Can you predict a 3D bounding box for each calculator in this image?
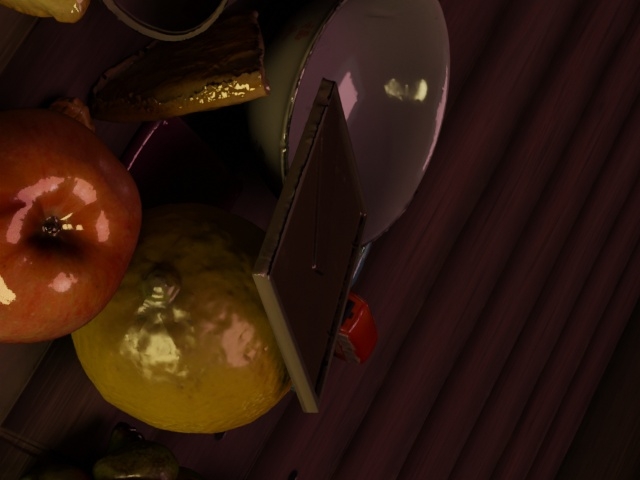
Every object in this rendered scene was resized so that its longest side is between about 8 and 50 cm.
[{"bbox_3d":[-0.161,-0.059,1.150,0.127,0.034,0.190,-60,146,-12],"label":"calculator"}]

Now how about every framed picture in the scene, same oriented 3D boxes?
[{"bbox_3d":[0.000,0.000,1.038,0.211,0.020,0.289,74,25,-44],"label":"framed picture"}]

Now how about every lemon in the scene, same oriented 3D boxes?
[{"bbox_3d":[-0.133,0.087,1.068,0.245,0.245,0.320,-62,165,-12],"label":"lemon"}]

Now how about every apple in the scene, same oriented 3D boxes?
[{"bbox_3d":[-0.257,-0.013,0.883,0.209,0.164,0.209,3,84,-33],"label":"apple"}]

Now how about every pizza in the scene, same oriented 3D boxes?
[{"bbox_3d":[-0.107,-0.167,1.025,0.188,0.204,0.080,-49,132,-39],"label":"pizza"}]

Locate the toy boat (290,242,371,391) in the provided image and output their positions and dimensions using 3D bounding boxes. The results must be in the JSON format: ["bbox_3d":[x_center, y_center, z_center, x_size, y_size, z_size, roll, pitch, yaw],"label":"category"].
[{"bbox_3d":[-0.025,0.084,1.336,0.332,0.133,0.145,-55,144,-22],"label":"toy boat"}]

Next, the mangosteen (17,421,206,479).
[{"bbox_3d":[-0.201,0.368,1.078,0.300,0.300,0.300,-32,132,-44],"label":"mangosteen"}]

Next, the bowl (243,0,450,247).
[{"bbox_3d":[0.009,-0.171,1.222,0.345,0.157,0.345,-33,133,-43],"label":"bowl"}]

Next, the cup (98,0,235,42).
[{"bbox_3d":[-0.084,-0.336,0.990,0.288,0.203,0.203,-41,139,-45],"label":"cup"}]

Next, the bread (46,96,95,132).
[{"bbox_3d":[-0.243,-0.072,1.007,0.052,0.044,0.157,-48,143,-40],"label":"bread"}]

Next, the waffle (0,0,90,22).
[{"bbox_3d":[-0.206,-0.320,0.815,0.057,0.168,0.274,25,87,-52],"label":"waffle"}]

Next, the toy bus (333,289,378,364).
[{"bbox_3d":[0.039,0.131,1.489,0.079,0.077,0.174,-59,158,-17],"label":"toy bus"}]
